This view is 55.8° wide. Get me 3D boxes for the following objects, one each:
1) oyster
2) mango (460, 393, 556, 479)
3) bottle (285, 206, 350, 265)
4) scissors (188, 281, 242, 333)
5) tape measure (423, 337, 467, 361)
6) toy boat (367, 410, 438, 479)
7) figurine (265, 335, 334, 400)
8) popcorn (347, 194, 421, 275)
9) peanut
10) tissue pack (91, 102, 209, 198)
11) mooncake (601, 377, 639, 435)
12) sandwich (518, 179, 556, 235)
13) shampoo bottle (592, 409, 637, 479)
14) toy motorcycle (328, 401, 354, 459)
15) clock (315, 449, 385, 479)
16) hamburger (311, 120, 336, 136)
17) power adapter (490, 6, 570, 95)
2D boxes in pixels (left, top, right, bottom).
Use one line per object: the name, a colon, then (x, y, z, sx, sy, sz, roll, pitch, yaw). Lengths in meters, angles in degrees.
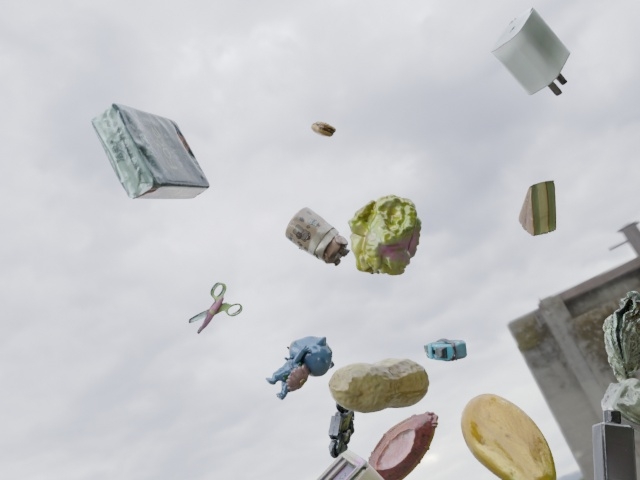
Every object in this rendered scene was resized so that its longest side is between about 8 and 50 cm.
oyster: (0.954, 0.292, 1.859, 0.268, 0.198, 0.112, -48, 6, -14)
mango: (0.410, 0.444, 1.329, 0.176, 0.317, 0.119, 9, -72, -18)
bottle: (0.000, 0.000, 1.405, 0.099, 0.152, 0.099, -50, -14, -17)
scissors: (-0.374, 0.245, 2.095, 0.187, 0.134, 0.020, -40, -1, 4)
tape measure: (0.458, 0.391, 2.163, 0.125, 0.081, 0.146, -3, -4, -20)
toy boat: (0.242, 0.647, 1.854, 0.318, 0.141, 0.099, -46, -34, -1)
figurine: (-0.059, 0.302, 1.483, 0.178, 0.114, 0.144, -37, 21, -28)
popcorn: (0.118, -0.009, 1.076, 0.125, 0.145, 0.126, 8, -12, -41)
peanut: (0.126, 0.310, 1.318, 0.274, 0.125, 0.111, 9, -83, -42)
tissue pack: (-0.429, -0.216, 1.562, 0.103, 0.228, 0.315, -31, -4, 14)
mooncake: (0.898, 0.461, 1.623, 0.136, 0.250, 0.254, -62, -16, -10)
sandwich: (0.627, -0.111, 1.769, 0.079, 0.113, 0.164, -15, -66, -3)
shampoo bottle: (0.721, 0.544, 1.484, 0.080, 0.246, 0.079, 6, -22, 5)
toy motorcycle: (0.068, 0.580, 1.866, 0.061, 0.194, 0.124, -5, -27, 28)
clock: (0.017, 0.454, 1.020, 0.192, 0.071, 0.147, -42, -1, -15)
hamburger: (0.009, -0.378, 2.052, 0.076, 0.083, 0.044, 24, -85, -29)
power adapter: (0.664, -0.556, 1.856, 0.255, 0.187, 0.124, 44, -32, -14)
